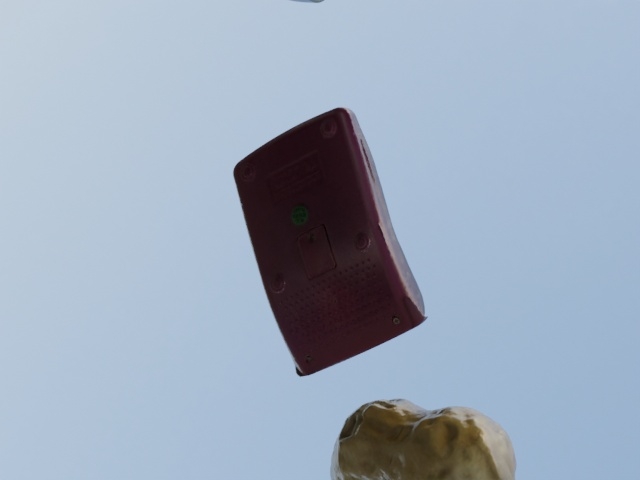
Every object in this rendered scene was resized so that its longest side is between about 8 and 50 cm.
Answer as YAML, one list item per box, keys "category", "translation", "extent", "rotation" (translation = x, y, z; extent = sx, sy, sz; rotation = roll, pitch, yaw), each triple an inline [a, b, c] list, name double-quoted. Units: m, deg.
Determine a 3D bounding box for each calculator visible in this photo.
- category: "calculator"
  translation: [0.000, 0.000, 1.215]
  extent: [0.127, 0.034, 0.190]
  rotation: [-27, -106, 30]

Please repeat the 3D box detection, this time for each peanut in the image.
- category: "peanut"
  translation: [0.070, 0.165, 1.156]
  extent: [0.214, 0.099, 0.099]
  rotation: [-2, -117, 62]

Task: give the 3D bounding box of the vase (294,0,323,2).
- category: "vase"
  translation: [-0.039, -0.289, 1.704]
  extent: [0.101, 0.053, 0.053]
  rotation: [12, -107, 38]
